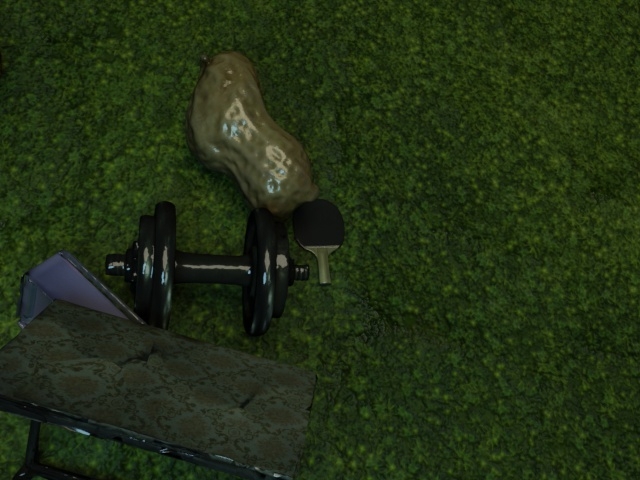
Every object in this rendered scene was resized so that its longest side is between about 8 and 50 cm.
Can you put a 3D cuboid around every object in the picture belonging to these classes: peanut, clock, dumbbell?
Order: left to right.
[{"bbox_3d":[-0.316,0.125,1.040,0.193,0.145,0.073,42,50,6],"label":"clock"},{"bbox_3d":[-0.158,0.043,1.097,0.289,0.192,0.192,3,65,-14],"label":"dumbbell"},{"bbox_3d":[-0.125,-0.159,1.232,0.159,0.143,0.291,-32,81,9],"label":"peanut"}]

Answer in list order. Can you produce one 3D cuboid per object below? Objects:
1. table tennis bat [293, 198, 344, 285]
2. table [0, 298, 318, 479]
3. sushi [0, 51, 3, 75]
[{"bbox_3d":[0.000,0.000,1.257,0.087,0.013,0.157,2,65,-15],"label":"table tennis bat"},{"bbox_3d":[-0.207,0.271,0.873,0.334,0.272,0.222,16,19,0],"label":"table"},{"bbox_3d":[-0.623,-0.296,1.158,0.274,0.139,0.184,11,61,-16],"label":"sushi"}]
